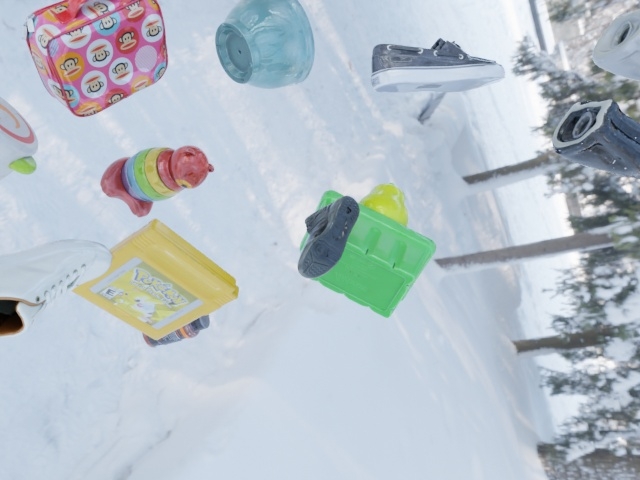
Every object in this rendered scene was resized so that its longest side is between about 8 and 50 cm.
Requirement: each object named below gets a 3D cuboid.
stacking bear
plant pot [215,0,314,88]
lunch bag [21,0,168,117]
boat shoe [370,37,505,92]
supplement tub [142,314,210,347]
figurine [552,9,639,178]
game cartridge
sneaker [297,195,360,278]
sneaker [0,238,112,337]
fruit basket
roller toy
[{"bbox_3d":[-0.439,-0.189,1.308,0.175,0.288,0.164,46,43,-47],"label":"stacking bear"},{"bbox_3d":[-0.189,-0.585,1.392,0.196,0.293,0.293,-35,110,-34],"label":"plant pot"},{"bbox_3d":[-0.489,-0.443,1.038,0.120,0.258,0.293,39,59,15],"label":"lunch bag"},{"bbox_3d":[0.182,-0.274,0.717,0.080,0.228,0.076,-171,-105,-77],"label":"boat shoe"},{"bbox_3d":[-0.455,0.269,1.472,0.106,0.197,0.106,-16,90,-79],"label":"supplement tub"},{"bbox_3d":[0.440,-0.162,0.599,0.209,0.092,0.215,27,86,-10],"label":"figurine"},{"bbox_3d":[-0.401,0.112,1.136,0.285,0.323,0.053,43,32,-33],"label":"game cartridge"},{"bbox_3d":[0.000,0.000,1.107,0.087,0.130,0.228,37,63,-20],"label":"sneaker"},{"bbox_3d":[-0.423,0.080,0.683,0.123,0.106,0.290,48,27,13],"label":"sneaker"},{"bbox_3d":[0.145,-0.003,1.388,0.391,0.283,0.392,18,33,-12],"label":"fruit basket"},{"bbox_3d":[-0.745,-0.229,1.010,0.209,0.146,0.191,55,3,24],"label":"roller toy"}]
